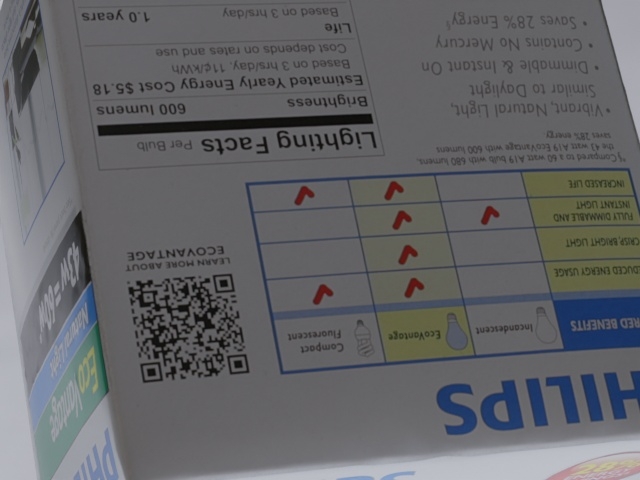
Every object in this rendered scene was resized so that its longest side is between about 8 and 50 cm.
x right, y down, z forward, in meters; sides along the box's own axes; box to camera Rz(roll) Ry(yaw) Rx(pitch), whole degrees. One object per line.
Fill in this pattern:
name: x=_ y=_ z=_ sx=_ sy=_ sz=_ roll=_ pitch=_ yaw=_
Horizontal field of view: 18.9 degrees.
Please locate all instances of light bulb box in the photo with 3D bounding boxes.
light bulb box: x=0.000 y=0.000 z=1.181 sx=0.358 sy=0.361 sz=0.225 roll=-3 pitch=157 yaw=-19
